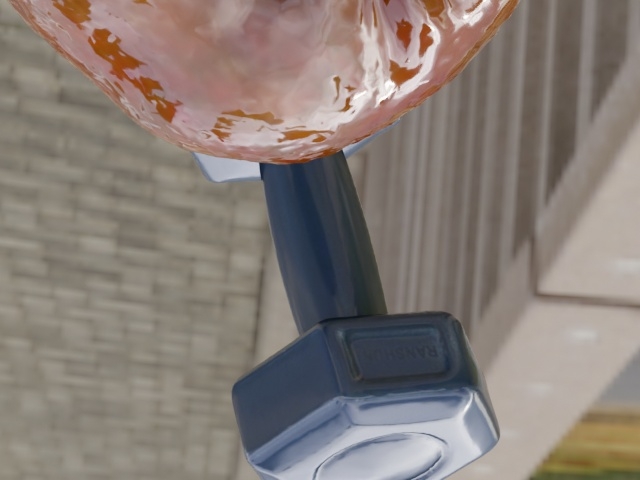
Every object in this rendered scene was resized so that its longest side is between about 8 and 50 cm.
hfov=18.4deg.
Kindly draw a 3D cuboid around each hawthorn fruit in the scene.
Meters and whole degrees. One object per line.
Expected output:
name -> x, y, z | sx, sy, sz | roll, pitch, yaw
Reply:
hawthorn fruit -> -0.033, -0.140, 0.646 | 0.196, 0.196, 0.225 | 17, -164, -35

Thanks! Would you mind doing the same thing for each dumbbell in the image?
dumbbell -> 0.000, 0.000, 1.202 | 0.143, 0.316, 0.156 | -18, 150, 7
